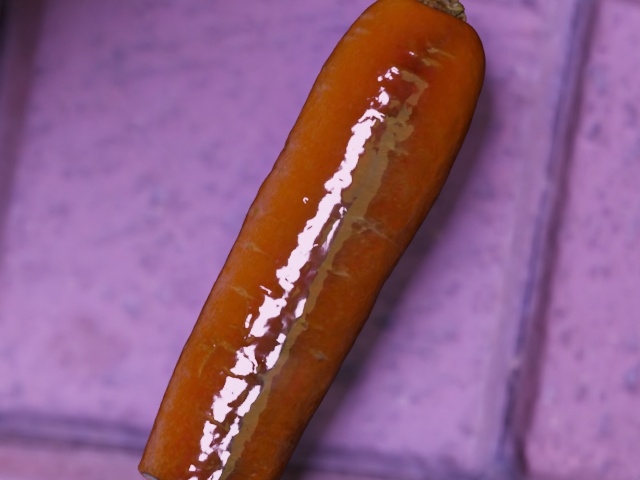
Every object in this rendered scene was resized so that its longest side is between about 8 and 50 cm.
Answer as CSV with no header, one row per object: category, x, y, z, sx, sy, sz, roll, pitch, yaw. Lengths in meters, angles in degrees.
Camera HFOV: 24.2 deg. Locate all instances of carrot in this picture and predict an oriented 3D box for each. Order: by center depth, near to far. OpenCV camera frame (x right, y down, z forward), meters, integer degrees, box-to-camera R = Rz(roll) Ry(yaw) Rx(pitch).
carrot,0.000,0.000,0.592,0.067,0.067,0.225,29,84,-17
